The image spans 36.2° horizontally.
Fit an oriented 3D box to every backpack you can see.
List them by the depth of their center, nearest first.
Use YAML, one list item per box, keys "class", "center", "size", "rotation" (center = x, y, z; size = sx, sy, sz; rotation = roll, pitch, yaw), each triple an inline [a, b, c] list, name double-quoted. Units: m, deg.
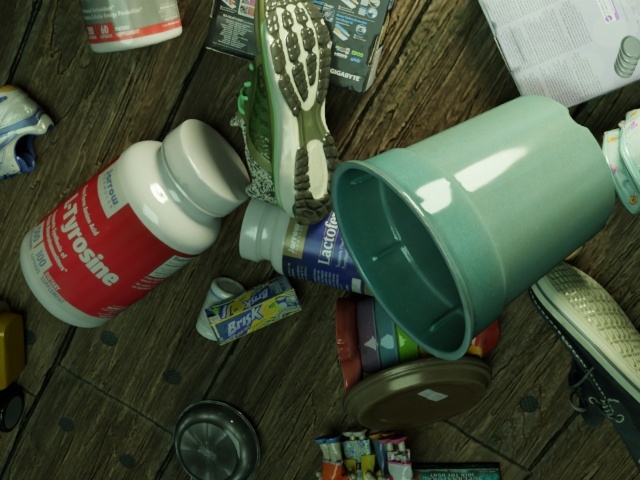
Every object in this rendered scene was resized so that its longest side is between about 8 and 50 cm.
- class: "backpack"
  center: [0.526, -0.122, 1.537]
  size: [0.144, 0.188, 0.166]
  rotation: [-26, 103, 22]

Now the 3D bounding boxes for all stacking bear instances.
- class: "stacking bear"
  center: [0.179, 0.166, 1.758]
  size: [0.289, 0.164, 0.175]
  rotation: [-6, 134, 5]

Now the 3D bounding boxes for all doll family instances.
- class: "doll family"
  center: [0.114, 0.448, 1.886]
  size: [0.263, 0.118, 0.163]
  rotation: [-10, 91, 43]

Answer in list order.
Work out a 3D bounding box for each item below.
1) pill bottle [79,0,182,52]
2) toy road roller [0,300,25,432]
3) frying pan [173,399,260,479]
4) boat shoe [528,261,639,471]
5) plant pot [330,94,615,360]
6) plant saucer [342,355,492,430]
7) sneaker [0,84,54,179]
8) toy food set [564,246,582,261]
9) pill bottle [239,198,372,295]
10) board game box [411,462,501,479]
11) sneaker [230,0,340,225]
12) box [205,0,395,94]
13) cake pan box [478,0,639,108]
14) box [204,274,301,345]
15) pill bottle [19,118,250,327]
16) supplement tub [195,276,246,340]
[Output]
- class: "pill bottle"
  center: [-0.338, -0.470, 1.641]
  size: [0.161, 0.161, 0.283]
  rotation: [-5, 109, 16]
- class: "toy road roller"
  center: [-0.746, 0.288, 1.993]
  size: [0.203, 0.240, 0.329]
  rotation: [11, 113, 10]
- class: "frying pan"
  center: [-0.264, 0.464, 2.036]
  size: [0.326, 0.053, 0.197]
  rotation: [-41, 86, 23]
- class: "boat shoe"
  center: [0.494, 0.236, 1.674]
  size: [0.156, 0.187, 0.500]
  rotation: [-33, 112, 28]
- class: "plant pot"
  center: [0.249, -0.044, 1.523]
  size: [0.334, 0.341, 0.341]
  rotation: [-30, 104, -18]
- class: "plant saucer"
  center: [0.177, 0.281, 1.763]
  size: [0.278, 0.041, 0.278]
  rotation: [-9, 150, -5]
- class: "sneaker"
  center: [-0.620, -0.148, 1.865]
  size: [0.131, 0.112, 0.296]
  rotation: [38, 115, -2]
- class: "toy food set"
  center: [0.415, -0.002, 1.705]
  size: [0.083, 0.020, 0.083]
  rotation: [15, 114, 9]
- class: "pill bottle"
  center: [0.000, 0.000, 1.739]
  size: [0.265, 0.153, 0.153]
  rotation: [12, 113, 10]
- class: "board game box"
  center: [0.265, 0.498, 1.932]
  size: [0.186, 0.026, 0.126]
  rotation: [-4, 109, 16]
- class: "sneaker"
  center: [-0.089, -0.228, 1.617]
  size: [0.182, 0.158, 0.410]
  rotation: [6, 107, 35]
- class: "box"
  center: [-0.022, -0.424, 1.626]
  size: [0.296, 0.073, 0.293]
  rotation: [18, 113, 8]
- class: "cake pan box"
  center: [0.399, -0.353, 1.549]
  size: [0.246, 0.070, 0.267]
  rotation: [-24, 103, 19]
- class: "box"
  center: [-0.126, 0.129, 1.830]
  size: [0.169, 0.054, 0.059]
  rotation: [-23, 128, -6]
- class: "pill bottle"
  center: [-0.330, -0.033, 1.771]
  size: [0.408, 0.229, 0.229]
  rotation: [-35, 99, 23]
- class: "supplement tub"
  center: [-0.192, 0.131, 1.884]
  size: [0.071, 0.071, 0.107]
  rotation: [27, 114, 3]
